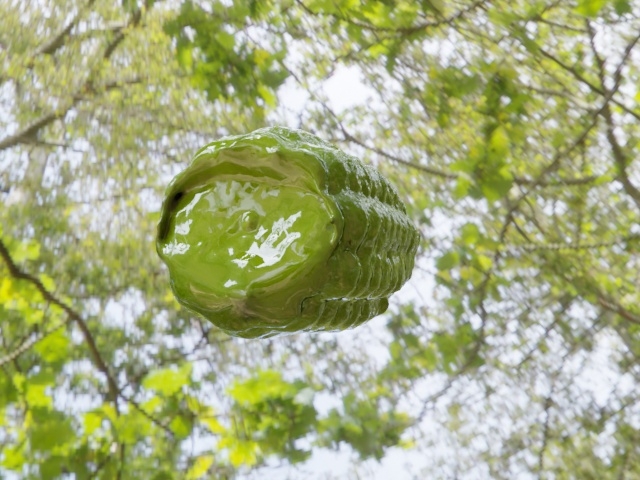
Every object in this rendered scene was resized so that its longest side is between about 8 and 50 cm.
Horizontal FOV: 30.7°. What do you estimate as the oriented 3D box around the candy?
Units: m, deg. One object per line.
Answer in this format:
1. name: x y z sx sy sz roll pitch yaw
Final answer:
1. candy: 0.000 0.000 0.568 0.097 0.209 0.096 -1 -92 19
